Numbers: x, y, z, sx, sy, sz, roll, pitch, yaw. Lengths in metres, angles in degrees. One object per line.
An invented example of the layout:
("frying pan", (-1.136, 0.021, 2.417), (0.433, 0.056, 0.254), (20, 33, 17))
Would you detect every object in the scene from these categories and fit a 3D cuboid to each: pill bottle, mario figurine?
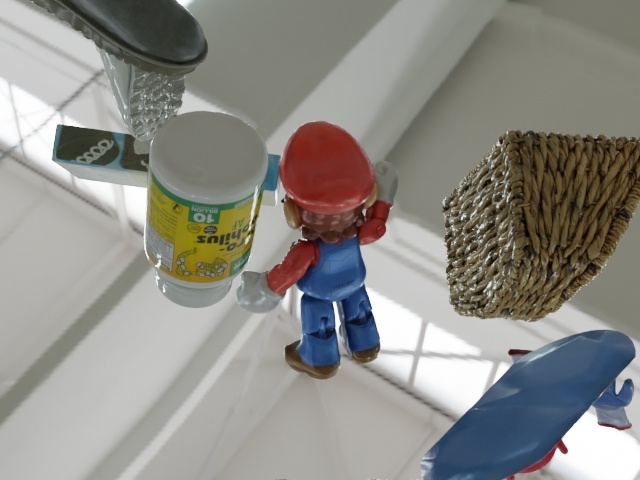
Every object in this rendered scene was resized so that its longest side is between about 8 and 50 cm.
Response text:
("pill bottle", (-0.124, -0.024, 1.072), (0.118, 0.208, 0.117), (7, -130, -8))
("mario figurine", (0.000, 0.000, 1.309), (0.170, 0.320, 0.198), (7, -154, 22))

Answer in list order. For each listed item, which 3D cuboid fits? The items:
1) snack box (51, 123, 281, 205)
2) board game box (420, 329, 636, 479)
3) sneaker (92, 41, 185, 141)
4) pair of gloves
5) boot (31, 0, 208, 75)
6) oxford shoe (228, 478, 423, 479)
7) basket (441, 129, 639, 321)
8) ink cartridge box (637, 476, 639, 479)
("snack box", (-0.220, -0.109, 1.541), (0.322, 0.187, 0.060), (8, -95, -2))
("board game box", (0.148, 0.125, 0.700), (0.169, 0.133, 0.033), (-40, -81, -26))
("sneaker", (-0.230, -0.227, 1.242), (0.095, 0.235, 0.090), (28, -131, 29))
("pair of gloves", (0.343, 0.211, 1.448), (0.198, 0.159, 0.023), (3, -132, 31))
("boot", (-0.114, -0.222, 0.725), (0.190, 0.208, 0.076), (23, -135, -31))
("oxford shoe", (0.013, 0.254, 0.840), (0.397, 0.146, 0.140), (22, -109, -34))
("basket", (0.313, 0.000, 1.387), (0.223, 0.299, 0.213), (2, -108, -12))
("ink cartridge box", (0.375, 0.249, 0.874), (0.219, 0.092, 0.160), (31, -88, -18))
